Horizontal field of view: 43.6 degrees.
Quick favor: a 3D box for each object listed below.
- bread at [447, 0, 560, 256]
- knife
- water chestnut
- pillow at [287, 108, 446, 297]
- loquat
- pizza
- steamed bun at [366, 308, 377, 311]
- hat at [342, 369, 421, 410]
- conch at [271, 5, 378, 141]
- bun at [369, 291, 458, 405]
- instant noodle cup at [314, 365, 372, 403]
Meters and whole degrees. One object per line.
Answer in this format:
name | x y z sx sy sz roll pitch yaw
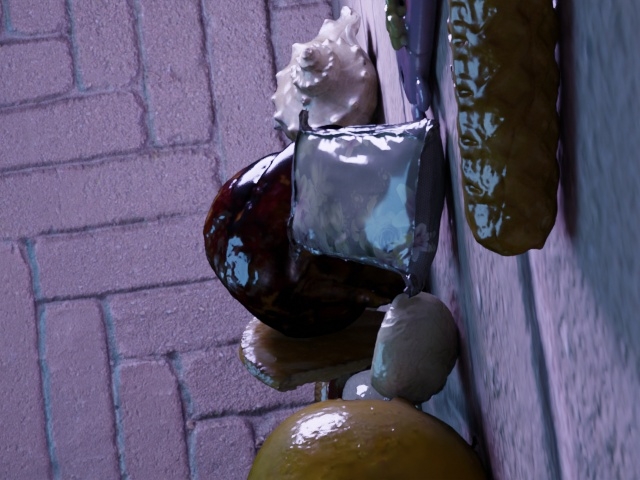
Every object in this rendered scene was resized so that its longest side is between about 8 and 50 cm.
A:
bread | 0.078 -0.069 0.342 0.052 0.044 0.157 -86 -11 -70
knife | 0.067 -0.218 0.586 0.398 0.038 0.132 81 179 -68
water chestnut | 0.000 0.000 1.013 0.289 0.289 0.244 77 175 -78
pillow | 0.041 -0.041 0.777 0.255 0.059 0.169 16 101 60
loquat | 0.032 0.249 0.692 0.244 0.244 0.243 -8 -90 -89
pizza | 0.017 0.130 1.060 0.181 0.262 0.034 -128 38 -58
steamed bun | 0.060 0.006 1.235 0.170 0.153 0.238 -22 -60 -82
hat | 0.105 0.301 1.410 0.257 0.130 0.257 -8 -90 -89
conch | 0.015 -0.261 1.387 0.324 0.187 0.263 83 -162 -72
bun | 0.092 0.105 0.752 0.115 0.069 0.115 13 -90 -71
instant noodle cup | 0.058 0.295 1.551 0.274 0.091 0.273 8 -100 -54
